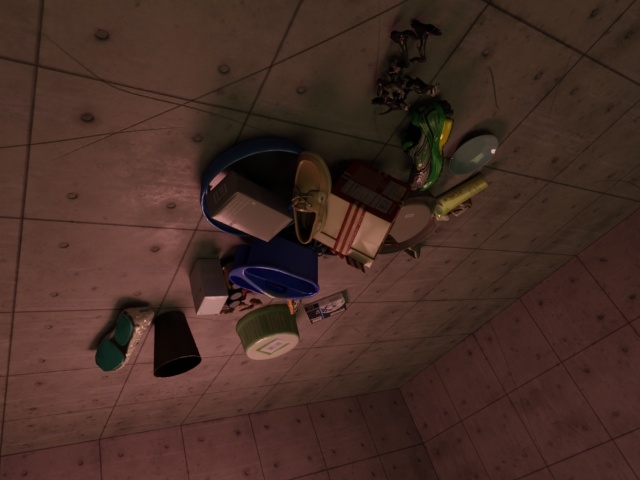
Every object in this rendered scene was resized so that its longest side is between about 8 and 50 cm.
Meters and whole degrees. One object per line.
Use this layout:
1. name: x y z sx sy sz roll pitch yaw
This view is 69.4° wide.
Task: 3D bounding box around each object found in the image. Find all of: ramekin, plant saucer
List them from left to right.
1. ramekin: -0.248 0.456 2.253 0.304 0.148 0.303 -15 146 -11
2. plant saucer: 0.558 -0.325 1.710 0.195 0.037 0.194 -16 147 -11

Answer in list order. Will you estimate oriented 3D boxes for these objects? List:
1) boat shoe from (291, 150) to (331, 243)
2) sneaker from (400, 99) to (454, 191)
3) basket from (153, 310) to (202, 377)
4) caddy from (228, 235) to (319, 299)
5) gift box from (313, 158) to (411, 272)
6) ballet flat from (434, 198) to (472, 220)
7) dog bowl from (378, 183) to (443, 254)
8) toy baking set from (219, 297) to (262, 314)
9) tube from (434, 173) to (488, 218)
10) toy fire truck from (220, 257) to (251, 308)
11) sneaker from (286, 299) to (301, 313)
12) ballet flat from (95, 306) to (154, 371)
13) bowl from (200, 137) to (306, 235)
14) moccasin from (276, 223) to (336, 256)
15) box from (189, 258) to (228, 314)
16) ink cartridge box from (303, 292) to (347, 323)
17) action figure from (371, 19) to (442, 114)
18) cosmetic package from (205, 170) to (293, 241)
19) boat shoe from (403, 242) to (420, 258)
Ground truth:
1. boat shoe: -0.036 -0.122 1.395 0.109 0.098 0.302 17 133 17
2. sneaker: 0.328 -0.307 1.544 0.147 0.134 0.343 -9 136 -8
3. basket: -0.612 0.424 1.925 0.205 0.226 0.154 -27 147 5
4. caddy: -0.159 0.121 1.656 0.342 0.179 0.241 23 148 -34
5. gift box: 0.147 -0.067 1.553 0.255 0.277 0.258 -48 166 -41
6. ballet flat: 0.547 -0.125 1.961 0.206 0.067 0.073 -27 148 9
7. dog bowl: 0.312 -0.088 1.848 0.349 0.102 0.348 -16 147 -11
8. toy baking set: -0.354 0.273 1.943 0.197 0.030 0.256 -9 -179 -18
9. tube: 0.565 -0.182 1.895 0.240 0.070 0.062 -31 160 16
10. toy fire truck: -0.261 0.158 1.841 0.247 0.158 0.217 -18 148 -28
11. sneaker: -0.116 0.268 2.126 0.083 0.084 0.214 -19 146 -14
12. ballet flat: -0.788 0.403 1.893 0.147 0.146 0.409 10 136 -40
13. bowl: -0.186 -0.164 1.471 0.392 0.077 0.391 -15 146 -10
14. moccasin: 0.000 0.000 1.775 0.342 0.116 0.137 2 140 -32
15. box: -0.420 0.172 1.728 0.091 0.170 0.130 1 141 -32
16. ink cartridge box: 0.031 0.359 2.374 0.207 0.045 0.208 -21 148 -2
17. action figure: 0.233 -0.440 1.267 0.164 0.140 0.275 -22 147 -22
18. cosmetic package: -0.210 -0.097 1.390 0.127 0.107 0.238 -41 139 22
19. boat shoe: 0.408 0.026 2.109 0.079 0.083 0.233 7 167 28
